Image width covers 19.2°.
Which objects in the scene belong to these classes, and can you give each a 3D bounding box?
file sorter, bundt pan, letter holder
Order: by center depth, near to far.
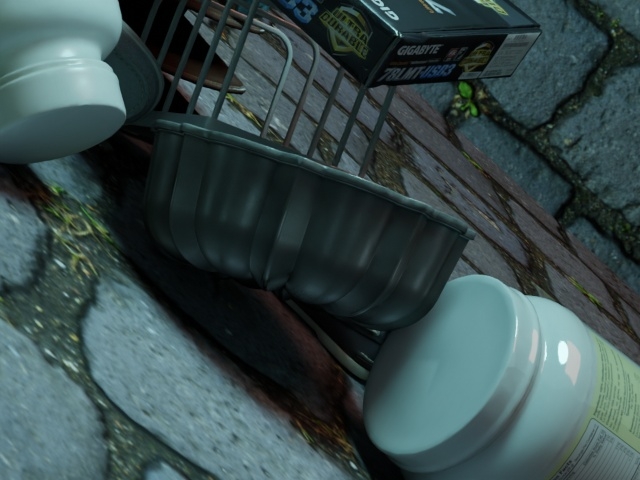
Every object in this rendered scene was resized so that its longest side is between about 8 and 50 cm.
[{"bbox_3d":[-0.027,-0.004,1.817,0.331,0.124,0.331,19,-3,1],"label":"bundt pan"},{"bbox_3d":[-0.067,-0.163,1.969,0.193,0.173,0.278,21,-5,-27],"label":"file sorter"},{"bbox_3d":[-0.175,-0.225,2.200,0.214,0.152,0.302,50,14,17],"label":"letter holder"}]

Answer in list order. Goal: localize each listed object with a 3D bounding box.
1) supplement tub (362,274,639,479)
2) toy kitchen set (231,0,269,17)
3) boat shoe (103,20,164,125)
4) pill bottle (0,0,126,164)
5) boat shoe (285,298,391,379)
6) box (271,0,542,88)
[{"bbox_3d":[0.223,0.200,1.873,0.325,0.235,0.235,36,15,-29],"label":"supplement tub"},{"bbox_3d":[-0.140,-0.322,2.142,0.207,0.166,0.122,-3,40,-23],"label":"toy kitchen set"},{"bbox_3d":[-0.300,-0.208,1.860,0.320,0.118,0.103,36,23,-14],"label":"boat shoe"},{"bbox_3d":[-0.281,-0.238,1.712,0.176,0.176,0.318,14,55,-65],"label":"pill bottle"},{"bbox_3d":[0.003,0.056,2.038,0.206,0.065,0.075,48,13,17],"label":"boat shoe"},{"bbox_3d":[0.036,-0.267,1.856,0.295,0.073,0.293,44,25,21],"label":"box"}]
